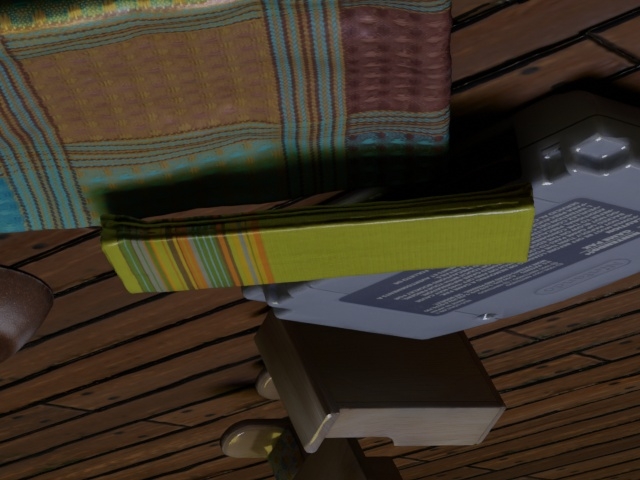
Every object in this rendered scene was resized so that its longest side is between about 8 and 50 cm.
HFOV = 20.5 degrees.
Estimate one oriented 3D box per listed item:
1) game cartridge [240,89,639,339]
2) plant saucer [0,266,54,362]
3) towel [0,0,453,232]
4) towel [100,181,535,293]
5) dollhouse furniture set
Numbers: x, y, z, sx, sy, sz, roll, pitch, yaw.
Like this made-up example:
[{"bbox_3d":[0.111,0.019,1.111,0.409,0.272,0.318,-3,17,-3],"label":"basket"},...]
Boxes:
[{"bbox_3d":[0.117,-0.007,1.102,0.198,0.062,0.297,6,158,-44],"label":"game cartridge"},{"bbox_3d":[-0.277,0.061,1.180,0.199,0.036,0.198,-7,162,-2],"label":"plant saucer"},{"bbox_3d":[-0.117,-0.059,0.883,0.370,0.040,0.271,-8,162,1],"label":"towel"},{"bbox_3d":[0.000,0.000,0.996,0.237,0.021,0.102,-5,163,2],"label":"towel"},{"bbox_3d":[0.003,0.170,1.351,0.161,0.212,0.242,4,132,-34],"label":"dollhouse furniture set"}]
